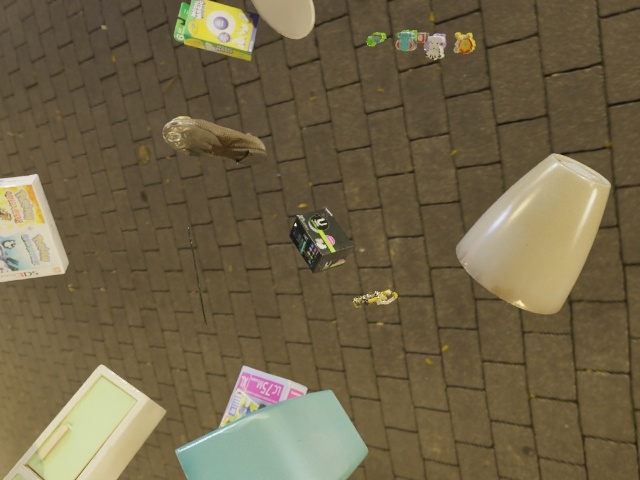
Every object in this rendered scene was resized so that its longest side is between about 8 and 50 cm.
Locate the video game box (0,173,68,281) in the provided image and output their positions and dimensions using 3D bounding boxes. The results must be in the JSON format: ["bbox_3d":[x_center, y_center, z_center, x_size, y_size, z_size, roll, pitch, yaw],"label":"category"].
[{"bbox_3d":[-0.606,-0.015,0.989,0.048,0.187,0.205,-115,18,-55],"label":"video game box"}]

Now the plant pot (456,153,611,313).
[{"bbox_3d":[0.466,-0.033,1.098,0.256,0.256,0.274,36,121,22],"label":"plant pot"}]

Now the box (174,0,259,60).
[{"bbox_3d":[-0.237,-0.488,1.192,0.043,0.179,0.105,130,149,-74],"label":"box"}]

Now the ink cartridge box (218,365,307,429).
[{"bbox_3d":[-0.152,0.430,1.081,0.185,0.065,0.311,-2,64,51],"label":"ink cartridge box"}]

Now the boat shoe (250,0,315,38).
[{"bbox_3d":[-0.130,-0.614,1.201,0.127,0.158,0.340,-36,101,16],"label":"boat shoe"}]

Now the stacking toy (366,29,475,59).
[{"bbox_3d":[0.246,-0.487,1.288,0.221,0.167,0.052,20,121,34],"label":"stacking toy"}]

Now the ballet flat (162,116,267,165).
[{"bbox_3d":[-0.203,-0.201,1.029,0.084,0.249,0.058,-28,70,35],"label":"ballet flat"}]

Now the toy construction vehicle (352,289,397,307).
[{"bbox_3d":[0.134,0.147,1.292,0.086,0.098,0.035,124,134,-77],"label":"toy construction vehicle"}]

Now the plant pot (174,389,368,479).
[{"bbox_3d":[-0.060,0.333,0.758,0.165,0.234,0.166,55,156,24],"label":"plant pot"}]

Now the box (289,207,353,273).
[{"bbox_3d":[0.000,0.000,0.822,0.083,0.062,0.052,56,144,26],"label":"box"}]

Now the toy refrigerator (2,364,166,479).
[{"bbox_3d":[-0.356,0.323,0.741,0.102,0.269,0.094,28,155,19],"label":"toy refrigerator"}]

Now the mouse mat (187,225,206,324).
[{"bbox_3d":[-0.245,0.066,1.029,0.152,0.007,0.190,177,84,-76],"label":"mouse mat"}]
